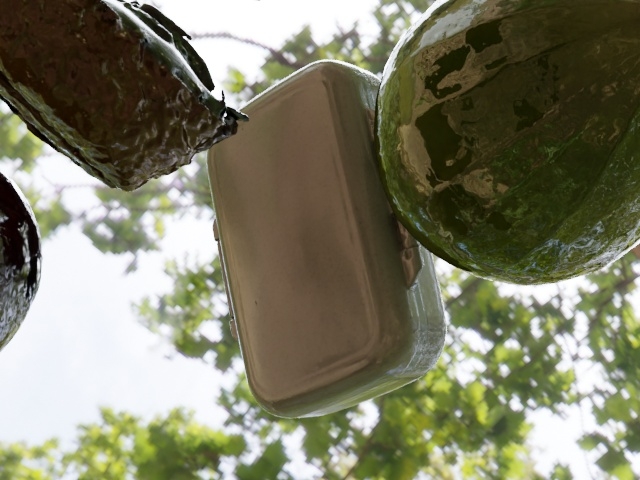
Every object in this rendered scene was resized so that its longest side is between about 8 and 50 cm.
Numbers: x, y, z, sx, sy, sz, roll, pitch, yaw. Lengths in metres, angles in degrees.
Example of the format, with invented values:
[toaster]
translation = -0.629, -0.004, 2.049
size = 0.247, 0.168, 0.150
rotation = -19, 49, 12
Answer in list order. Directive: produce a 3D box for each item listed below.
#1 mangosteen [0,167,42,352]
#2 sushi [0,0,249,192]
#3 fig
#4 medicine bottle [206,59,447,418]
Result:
[mangosteen]
translation = -0.311, 0.012, 0.879
size = 0.216, 0.216, 0.216
rotation = -19, -130, 24
[sushi]
translation = -0.191, -0.152, 0.967
size = 0.140, 0.287, 0.149
rotation = -52, -159, -14
[fig]
translation = 0.210, -0.119, 1.106
size = 0.316, 0.316, 0.316
rotation = -19, -130, 24
[medicine bottle]
translation = 0.000, 0.000, 1.381
size = 0.282, 0.123, 0.375
rotation = -27, -112, 37
